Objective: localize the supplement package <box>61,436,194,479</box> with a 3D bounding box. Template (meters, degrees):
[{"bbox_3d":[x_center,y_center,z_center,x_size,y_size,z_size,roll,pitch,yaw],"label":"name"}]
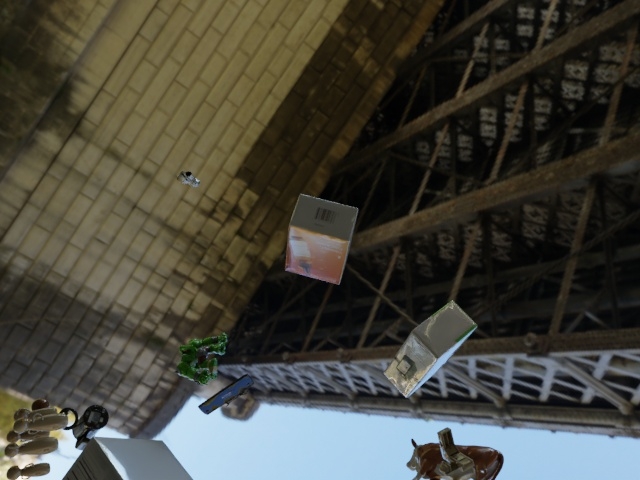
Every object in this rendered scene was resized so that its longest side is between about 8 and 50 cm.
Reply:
[{"bbox_3d":[-0.470,0.618,1.607,0.204,0.262,0.145,38,-88,33],"label":"supplement package"}]

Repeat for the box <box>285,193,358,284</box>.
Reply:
[{"bbox_3d":[0.000,0.000,1.373,0.171,0.130,0.091,98,7,-54],"label":"box"}]

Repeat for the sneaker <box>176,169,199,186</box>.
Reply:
[{"bbox_3d":[-0.377,-0.181,1.859,0.032,0.083,0.037,41,-74,29],"label":"sneaker"}]

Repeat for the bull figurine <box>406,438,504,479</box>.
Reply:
[{"bbox_3d":[0.349,0.631,1.773,0.310,0.101,0.188,-17,-160,37],"label":"bull figurine"}]

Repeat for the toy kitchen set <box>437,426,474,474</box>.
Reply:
[{"bbox_3d":[0.309,0.507,1.530,0.068,0.075,0.083,-19,-167,-23],"label":"toy kitchen set"}]

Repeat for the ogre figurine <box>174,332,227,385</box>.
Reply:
[{"bbox_3d":[-0.359,0.350,1.921,0.097,0.118,0.197,76,20,-53],"label":"ogre figurine"}]

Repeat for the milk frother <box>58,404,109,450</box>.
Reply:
[{"bbox_3d":[-0.798,0.604,2.115,0.135,0.143,0.129,-44,-171,41],"label":"milk frother"}]

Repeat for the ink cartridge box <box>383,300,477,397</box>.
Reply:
[{"bbox_3d":[0.334,0.337,1.973,0.198,0.115,0.273,-30,156,-33],"label":"ink cartridge box"}]

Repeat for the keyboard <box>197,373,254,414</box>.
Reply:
[{"bbox_3d":[-0.314,0.506,2.118,0.192,0.100,0.038,-31,-130,-10],"label":"keyboard"}]

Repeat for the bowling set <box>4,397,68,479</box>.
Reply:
[{"bbox_3d":[-0.907,0.588,1.978,0.200,0.154,0.287,46,-61,42],"label":"bowling set"}]
